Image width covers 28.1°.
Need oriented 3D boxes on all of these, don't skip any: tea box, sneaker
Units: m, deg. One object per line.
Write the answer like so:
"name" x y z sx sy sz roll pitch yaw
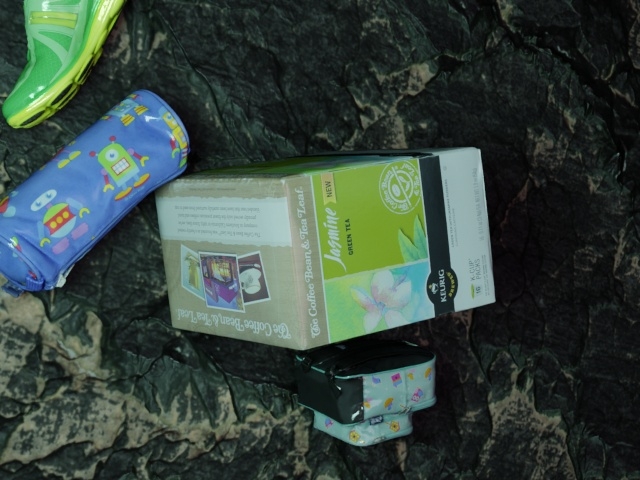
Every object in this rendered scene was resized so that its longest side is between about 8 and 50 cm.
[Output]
"tea box" 0.000 0.000 1.716 0.323 0.329 0.220 -12 99 -35
"sneaker" -0.333 -0.275 1.626 0.123 0.109 0.295 27 78 -6

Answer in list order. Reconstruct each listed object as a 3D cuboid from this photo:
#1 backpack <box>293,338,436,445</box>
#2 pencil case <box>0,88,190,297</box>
"backpack" 0.077 0.217 1.877 0.188 0.166 0.144 -17 103 -30
"pencil case" -0.297 -0.060 1.629 0.133 0.119 0.306 45 65 -1
